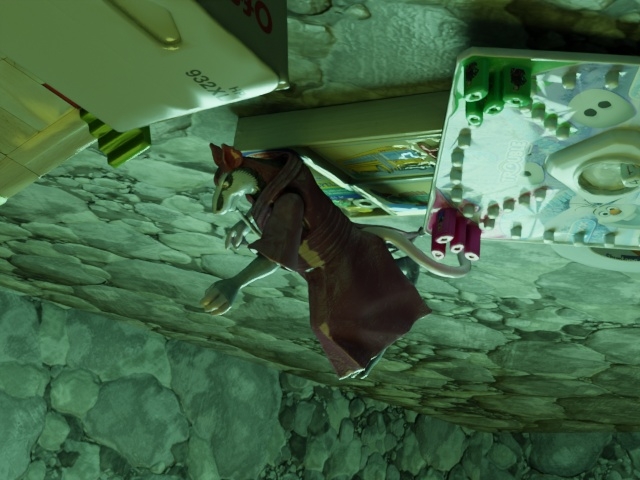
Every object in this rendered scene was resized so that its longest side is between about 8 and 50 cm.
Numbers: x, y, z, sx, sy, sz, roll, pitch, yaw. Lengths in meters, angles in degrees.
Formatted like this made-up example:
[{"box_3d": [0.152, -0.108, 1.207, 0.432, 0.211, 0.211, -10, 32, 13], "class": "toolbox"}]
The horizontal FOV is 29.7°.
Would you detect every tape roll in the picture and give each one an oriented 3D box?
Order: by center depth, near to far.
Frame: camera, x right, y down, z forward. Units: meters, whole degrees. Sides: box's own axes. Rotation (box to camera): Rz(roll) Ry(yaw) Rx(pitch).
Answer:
[{"box_3d": [0.418, -0.022, 1.613, 0.219, 0.072, 0.219, 8, 164, 2], "class": "tape roll"}]

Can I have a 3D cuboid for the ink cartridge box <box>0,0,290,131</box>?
[{"box_3d": [-0.125, -0.251, 0.695, 0.129, 0.308, 0.223, -13, 155, 25], "class": "ink cartridge box"}]

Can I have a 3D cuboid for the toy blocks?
[{"box_3d": [-0.286, -0.196, 1.124, 0.381, 0.191, 0.261, -29, 141, 22], "class": "toy blocks"}]

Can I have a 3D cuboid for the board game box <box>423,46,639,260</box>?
[{"box_3d": [0.326, -0.071, 1.356, 0.389, 0.050, 0.390, 4, 153, 1], "class": "board game box"}]

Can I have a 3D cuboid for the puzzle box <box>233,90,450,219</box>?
[{"box_3d": [0.127, -0.101, 1.536, 0.408, 0.052, 0.272, -3, 159, 35], "class": "puzzle box"}]

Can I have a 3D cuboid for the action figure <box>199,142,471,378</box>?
[{"box_3d": [0.000, 0.000, 1.518, 0.275, 0.248, 0.370, -31, 122, 14], "class": "action figure"}]
